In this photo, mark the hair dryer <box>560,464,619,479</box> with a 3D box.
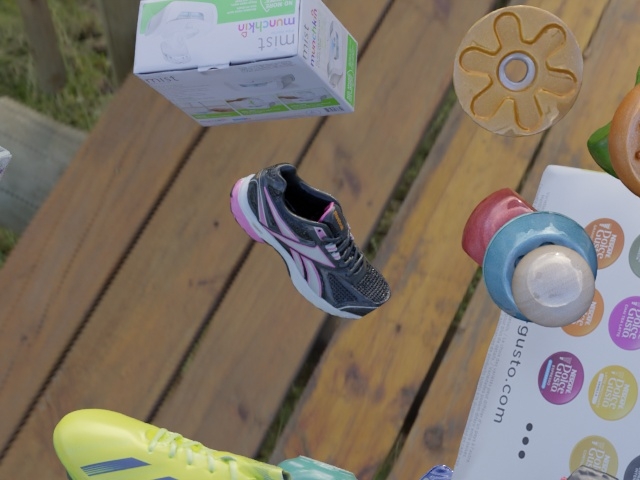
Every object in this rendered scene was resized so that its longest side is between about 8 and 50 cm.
[{"bbox_3d":[0.136,0.205,0.559,0.223,0.080,0.293,12,41,38],"label":"hair dryer"}]

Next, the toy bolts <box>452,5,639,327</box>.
[{"bbox_3d":[0.181,-0.049,0.975,0.218,0.158,0.229,28,102,-8],"label":"toy bolts"}]

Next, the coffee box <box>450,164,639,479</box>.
[{"bbox_3d":[0.395,0.147,1.283,0.334,0.338,0.338,14,85,45],"label":"coffee box"}]

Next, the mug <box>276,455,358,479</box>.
[{"bbox_3d":[0.005,0.332,1.654,0.157,0.129,0.097,22,81,-25],"label":"mug"}]

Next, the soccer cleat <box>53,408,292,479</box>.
[{"bbox_3d":[-0.083,0.207,1.095,0.289,0.121,0.093,30,34,-1],"label":"soccer cleat"}]

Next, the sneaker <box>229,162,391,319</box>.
[{"bbox_3d":[0.000,0.000,1.197,0.178,0.077,0.072,39,50,-15],"label":"sneaker"}]

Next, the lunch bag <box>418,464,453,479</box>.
[{"bbox_3d":[0.138,0.289,1.377,0.067,0.065,0.098,-41,52,-19],"label":"lunch bag"}]

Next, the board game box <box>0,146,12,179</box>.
[{"bbox_3d":[-0.552,-0.109,1.665,0.224,0.303,0.098,29,101,1],"label":"board game box"}]

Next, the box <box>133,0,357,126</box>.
[{"bbox_3d":[-0.106,-0.268,1.939,0.261,0.231,0.127,-3,73,22],"label":"box"}]
